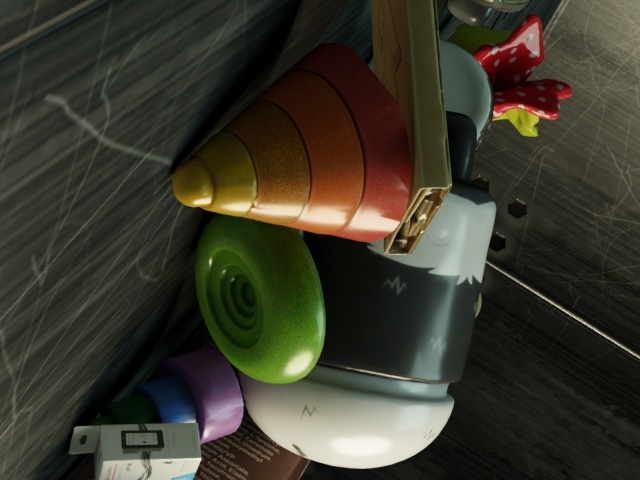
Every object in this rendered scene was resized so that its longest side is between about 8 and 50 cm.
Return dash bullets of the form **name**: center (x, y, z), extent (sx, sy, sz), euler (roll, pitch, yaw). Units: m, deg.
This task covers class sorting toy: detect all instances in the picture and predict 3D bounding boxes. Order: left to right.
- **sorting toy**: center (-0.072, 0.030, 1.006), extent (0.126, 0.127, 0.365), euler (-16, 151, -35)

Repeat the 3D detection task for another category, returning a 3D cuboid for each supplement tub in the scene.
- **supplement tub**: center (0.079, -0.089, 1.396), extent (0.117, 0.117, 0.190), euler (-56, 174, -20)

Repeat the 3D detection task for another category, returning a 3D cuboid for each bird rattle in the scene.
- **bird rattle**: center (0.148, -0.127, 1.607), extent (0.207, 0.143, 0.253), euler (-28, -170, 7)

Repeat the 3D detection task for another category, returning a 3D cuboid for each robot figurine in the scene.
- **robot figurine**: center (0.032, 0.031, 1.202), extent (0.173, 0.209, 0.278), euler (-160, -99, -76)

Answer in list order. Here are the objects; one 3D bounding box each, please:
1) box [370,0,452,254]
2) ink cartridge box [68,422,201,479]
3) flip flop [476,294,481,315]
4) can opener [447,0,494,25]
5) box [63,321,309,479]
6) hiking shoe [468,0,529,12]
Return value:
- **box**: center (0.052, -0.105, 0.992), extent (0.164, 0.021, 0.201), euler (109, -22, -75)
- **ink cartridge box**: center (-0.126, 0.145, 1.077), extent (0.048, 0.083, 0.028), euler (113, -26, -56)
- **flip flop**: center (0.154, -0.003, 1.993), extent (0.112, 0.080, 0.277), euler (-44, 130, -38)
- **can opener**: center (0.224, -0.325, 1.548), extent (0.280, 0.093, 0.074), euler (-54, 176, 10)
- **box**: center (-0.120, 0.219, 1.258), extent (0.191, 0.143, 0.381), euler (-63, 174, 35)
- **hiking shoe**: center (0.164, -0.280, 1.377), extent (0.227, 0.086, 0.114), euler (-59, 164, -54)
